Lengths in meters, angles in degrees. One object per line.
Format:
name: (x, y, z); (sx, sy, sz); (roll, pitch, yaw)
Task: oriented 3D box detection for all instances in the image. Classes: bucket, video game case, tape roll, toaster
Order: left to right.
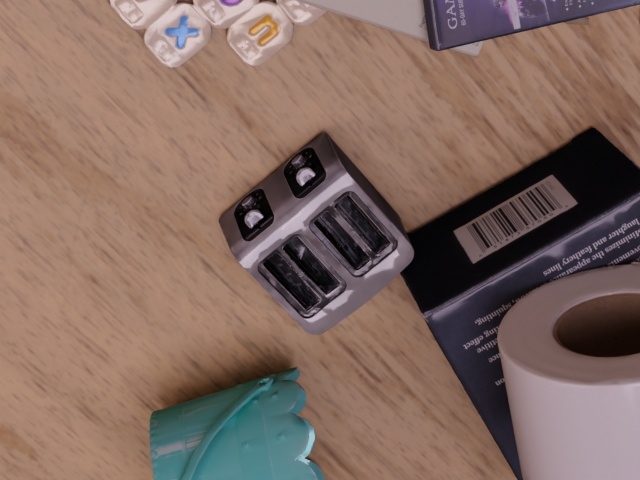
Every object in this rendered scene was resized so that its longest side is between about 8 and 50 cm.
bucket: (-0.087, 0.300, 1.670); (0.183, 0.281, 0.281); (-12, 114, 0)
toaster: (0.000, 0.000, 1.636); (0.168, 0.110, 0.186); (-38, 114, 8)
video game case: (0.229, -0.323, 1.497); (0.274, 0.026, 0.196); (-15, 108, -16)
tape roll: (0.313, 0.153, 1.449); (0.246, 0.246, 0.169); (-14, 113, -3)

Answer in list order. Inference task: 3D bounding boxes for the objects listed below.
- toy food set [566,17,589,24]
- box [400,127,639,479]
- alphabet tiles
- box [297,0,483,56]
toy food set: (0.255, -0.341, 1.580); (0.132, 0.038, 0.192); (4, 117, -4)
box: (0.309, 0.123, 1.685); (0.293, 0.212, 0.395); (-29, 114, 3)
alphabet tiles: (-0.111, -0.329, 1.527); (0.278, 0.021, 0.284); (-39, 113, 8)
box: (0.056, -0.290, 1.512); (0.275, 0.094, 0.113); (15, 108, -23)
